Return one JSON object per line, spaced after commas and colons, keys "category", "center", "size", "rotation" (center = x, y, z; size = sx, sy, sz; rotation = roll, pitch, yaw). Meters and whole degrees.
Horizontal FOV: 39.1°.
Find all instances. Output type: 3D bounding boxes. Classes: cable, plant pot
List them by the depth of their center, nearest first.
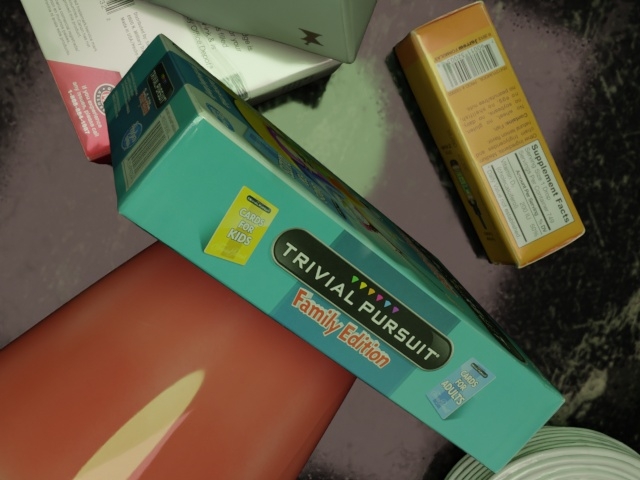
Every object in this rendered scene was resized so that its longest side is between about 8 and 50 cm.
{"category": "plant pot", "center": [-0.118, 0.132, 0.739], "size": [0.275, 0.275, 0.243], "rotation": [44, 78, -5]}
{"category": "cable", "center": [0.225, 0.306, 0.844], "size": [0.257, 0.089, 0.257], "rotation": [18, 91, -5]}

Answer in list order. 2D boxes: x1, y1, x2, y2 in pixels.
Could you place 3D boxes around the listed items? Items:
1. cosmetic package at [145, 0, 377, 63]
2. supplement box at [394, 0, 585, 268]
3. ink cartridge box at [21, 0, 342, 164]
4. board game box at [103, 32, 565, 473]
{"category": "cosmetic package", "center": [-0.006, -0.391, 0.682], "size": [0.230, 0.161, 0.453], "rotation": [19, 77, 8]}
{"category": "supplement box", "center": [0.154, -0.094, 0.829], "size": [0.080, 0.078, 0.233], "rotation": [-24, 95, -7]}
{"category": "ink cartridge box", "center": [-0.119, -0.189, 0.790], "size": [0.237, 0.100, 0.172], "rotation": [-22, 94, -3]}
{"category": "board game box", "center": [0.000, 0.000, 0.677], "size": [0.336, 0.254, 0.079], "rotation": [37, 99, -26]}
